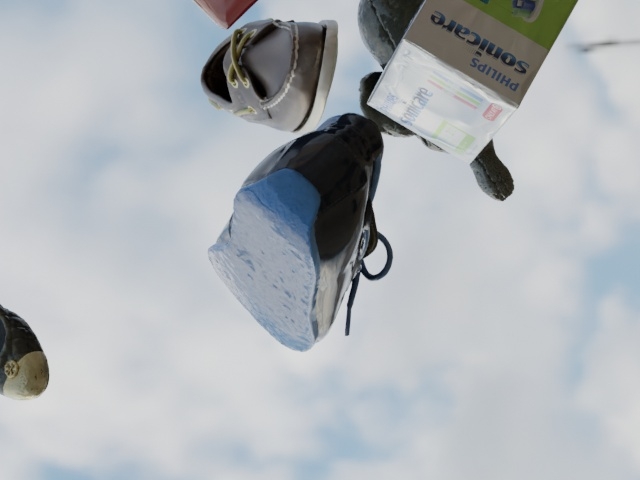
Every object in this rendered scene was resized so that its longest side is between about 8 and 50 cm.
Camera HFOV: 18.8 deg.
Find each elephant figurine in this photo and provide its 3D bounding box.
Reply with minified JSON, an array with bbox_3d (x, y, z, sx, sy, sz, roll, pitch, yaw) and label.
[{"bbox_3d":[0.130,-0.175,2.180,0.186,0.169,0.239,-5,-109,-12],"label":"elephant figurine"}]

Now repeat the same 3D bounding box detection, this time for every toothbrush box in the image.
[{"bbox_3d":[0.171,-0.236,1.747,0.122,0.206,0.283,31,-104,-1],"label":"toothbrush box"}]

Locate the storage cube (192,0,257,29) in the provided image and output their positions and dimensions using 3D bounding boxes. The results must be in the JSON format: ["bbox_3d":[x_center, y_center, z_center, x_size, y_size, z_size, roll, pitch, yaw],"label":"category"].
[{"bbox_3d":[-0.090,-0.320,1.612,0.193,0.183,0.215,-44,-14,2],"label":"storage cube"}]

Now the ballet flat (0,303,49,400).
[{"bbox_3d":[-0.261,0.058,1.413,0.057,0.173,0.049,-52,-26,7],"label":"ballet flat"}]

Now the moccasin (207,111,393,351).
[{"bbox_3d":[0.000,0.000,1.505,0.138,0.342,0.117,44,-106,1],"label":"moccasin"}]

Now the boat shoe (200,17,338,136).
[{"bbox_3d":[-0.053,-0.172,1.968,0.097,0.324,0.116,14,-91,-11],"label":"boat shoe"}]
